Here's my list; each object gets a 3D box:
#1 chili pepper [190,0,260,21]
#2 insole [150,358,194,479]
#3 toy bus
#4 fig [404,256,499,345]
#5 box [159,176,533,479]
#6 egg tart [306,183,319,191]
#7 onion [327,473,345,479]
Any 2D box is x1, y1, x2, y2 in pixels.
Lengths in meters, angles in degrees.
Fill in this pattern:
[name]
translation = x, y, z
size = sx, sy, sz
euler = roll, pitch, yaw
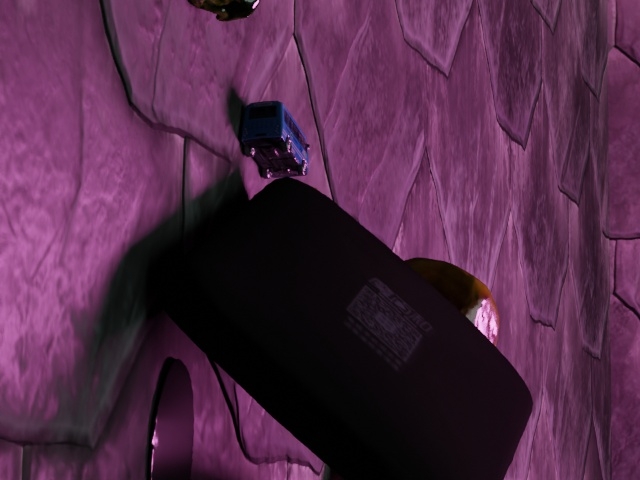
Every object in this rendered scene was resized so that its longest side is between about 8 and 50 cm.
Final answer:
[chili pepper]
translation = -0.068, -0.296, 1.360
size = 0.099, 0.083, 0.253
euler = -7, 100, -71
[insole]
translation = -0.113, 0.198, 1.282
size = 0.080, 0.003, 0.232
euler = 55, 38, -60
[toy bus]
translation = -0.037, -0.084, 1.499
size = 0.083, 0.038, 0.046
euler = 52, 37, -63
[fig]
translation = 0.100, 0.086, 1.758
size = 0.154, 0.144, 0.165
euler = -57, -158, 12
[box]
translation = 0.029, 0.088, 1.376
size = 0.290, 0.073, 0.289
euler = 42, 22, 1
[egg tart]
translation = 0.000, 0.000, 1.610
size = 0.105, 0.039, 0.105
euler = -1, 90, -75
[onion]
translation = 0.077, 0.350, 1.421
size = 0.347, 0.286, 0.347
euler = 7, 90, -80
